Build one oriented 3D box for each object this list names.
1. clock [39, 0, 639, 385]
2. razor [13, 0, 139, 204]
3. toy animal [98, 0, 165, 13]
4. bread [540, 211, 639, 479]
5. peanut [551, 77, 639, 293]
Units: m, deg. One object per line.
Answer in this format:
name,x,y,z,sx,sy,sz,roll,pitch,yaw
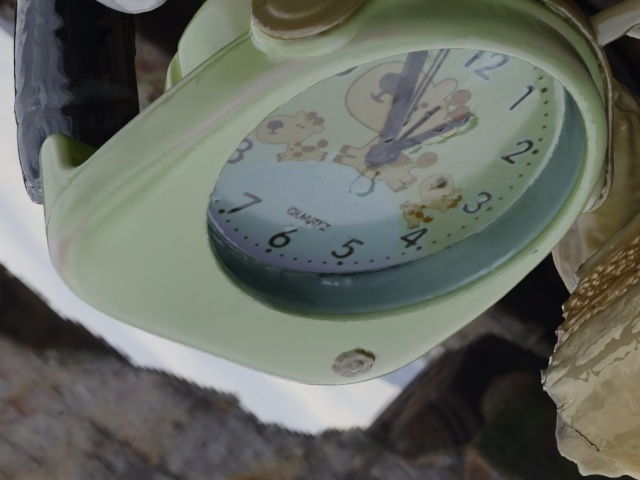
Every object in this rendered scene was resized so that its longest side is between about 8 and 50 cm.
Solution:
clock,0.033,-0.056,0.662,0.235,0.308,0.096,26,-144,-39
razor,-0.218,-0.204,1.229,0.114,0.348,0.204,3,169,-12
toy animal,-0.050,-0.318,1.027,0.194,0.357,0.258,57,174,16
bread,0.355,0.071,1.165,0.211,0.270,0.315,40,-147,-9
peanut,0.299,-0.026,1.367,0.147,0.147,0.305,-139,30,-67
